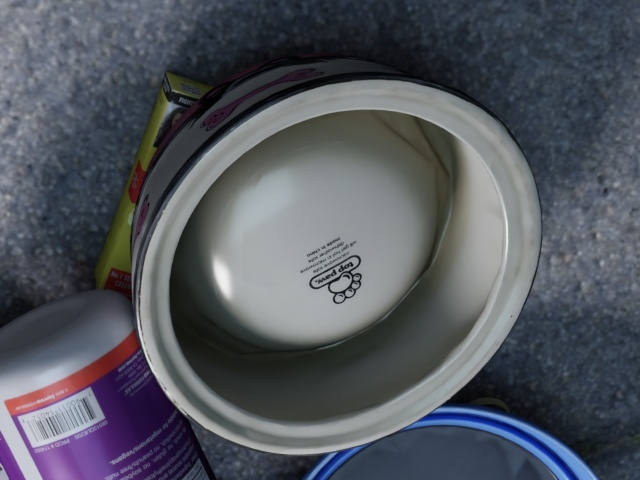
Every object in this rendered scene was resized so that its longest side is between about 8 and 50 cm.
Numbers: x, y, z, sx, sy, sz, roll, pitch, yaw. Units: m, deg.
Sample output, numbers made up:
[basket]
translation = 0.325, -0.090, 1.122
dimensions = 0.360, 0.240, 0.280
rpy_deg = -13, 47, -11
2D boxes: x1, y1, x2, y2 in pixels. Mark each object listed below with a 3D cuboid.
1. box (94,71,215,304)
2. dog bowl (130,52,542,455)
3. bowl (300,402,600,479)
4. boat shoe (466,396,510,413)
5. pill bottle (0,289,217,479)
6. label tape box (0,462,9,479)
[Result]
[box]
translation = -0.151, -0.045, 1.611
dimensions = 0.087, 0.058, 0.232
rpy_deg = 17, 112, -18
[dog bowl]
translation = 0.000, 0.000, 1.565
dimensions = 0.408, 0.150, 0.408
rpy_deg = -10, 121, -17
[bowl]
translation = 0.132, 0.363, 1.726
dimensions = 0.391, 0.077, 0.391
rpy_deg = 0, 95, -5
[boat shoe]
translation = 0.169, 0.283, 1.798
dimensions = 0.080, 0.073, 0.224
rpy_deg = 10, 113, -12
[pill bottle]
translation = -0.208, 0.222, 1.582
dimensions = 0.181, 0.181, 0.323
rpy_deg = -22, 106, 3
[label tape box]
translation = -0.365, 0.279, 1.644
dimensions = 0.240, 0.106, 0.334
rpy_deg = -49, 117, -25
